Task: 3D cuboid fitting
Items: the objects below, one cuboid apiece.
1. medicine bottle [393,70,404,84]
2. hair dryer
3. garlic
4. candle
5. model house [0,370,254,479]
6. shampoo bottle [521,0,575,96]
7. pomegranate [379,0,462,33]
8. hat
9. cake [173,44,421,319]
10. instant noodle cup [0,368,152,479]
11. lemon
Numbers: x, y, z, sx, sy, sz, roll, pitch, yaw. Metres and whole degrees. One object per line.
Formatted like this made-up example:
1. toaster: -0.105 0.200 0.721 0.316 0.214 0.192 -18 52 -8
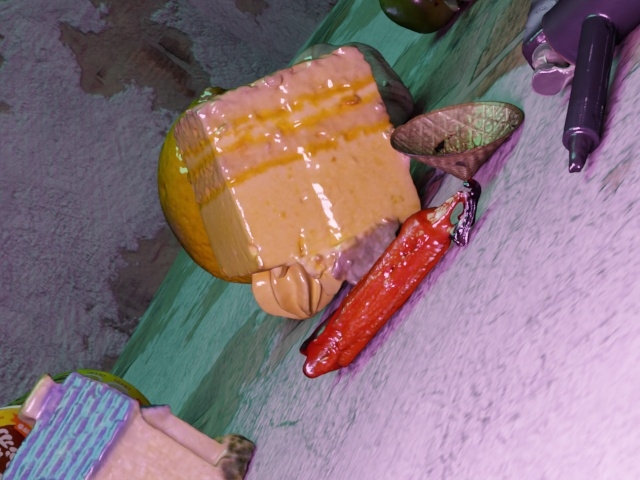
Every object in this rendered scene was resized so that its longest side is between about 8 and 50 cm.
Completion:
1. medicine bottle: 0.069 -0.215 2.218 0.140 0.079 0.079 -46 14 47
2. hair dryer: 0.252 -0.157 1.219 0.128 0.070 0.255 -45 21 45
3. garlic: 0.051 -0.180 2.055 0.218 0.218 0.212 -56 -31 1
4. candle: 0.070 0.043 1.420 0.302 0.059 0.084 -50 20 28
5. model house: -0.279 0.314 1.635 0.321 0.266 0.261 -59 14 -19
6. shampoo bottle: 0.243 -0.210 1.415 0.063 0.057 0.208 -41 18 33
7. pomegranate: 0.175 -0.404 2.193 0.152 0.131 0.191 -53 17 1
8. hat: 0.151 -0.092 1.480 0.146 0.067 0.146 -12 24 5
9. cake: -0.022 -0.054 1.656 0.222 0.286 0.227 -23 1 -16
10. instant noodle cup: -0.361 0.331 1.982 0.311 0.311 0.221 -52 1 23
11. lemon: -0.097 -0.074 1.881 0.267 0.267 0.267 -54 10 14
